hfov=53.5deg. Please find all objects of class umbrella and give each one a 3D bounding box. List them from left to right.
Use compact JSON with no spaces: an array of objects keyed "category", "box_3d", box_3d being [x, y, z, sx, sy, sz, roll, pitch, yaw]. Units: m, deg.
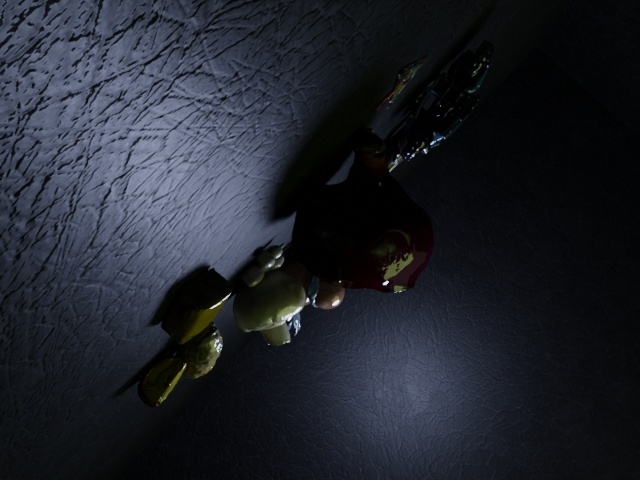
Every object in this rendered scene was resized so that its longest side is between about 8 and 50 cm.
[{"category":"umbrella","box_3d":[0.230,-0.279,2.108,0.326,0.090,0.094,-46,152,5]}]

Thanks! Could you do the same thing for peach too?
[{"category":"peach","box_3d":[-0.465,0.399,1.842,0.172,0.092,0.127,-59,176,11]}]

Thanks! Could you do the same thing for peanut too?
[{"category":"peanut","box_3d":[-0.364,0.330,1.911,0.130,0.130,0.290,-42,174,-32]}]

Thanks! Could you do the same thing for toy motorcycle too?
[{"category":"toy motorcycle","box_3d":[0.370,-0.417,1.929,0.416,0.172,0.232,-56,179,8]}]

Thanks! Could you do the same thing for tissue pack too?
[{"category":"tissue pack","box_3d":[-0.288,0.157,1.488,0.120,0.082,0.169,-38,170,-46]}]

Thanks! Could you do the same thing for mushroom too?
[{"category":"mushroom","box_3d":[-0.151,0.219,1.990,0.253,0.235,0.260,-16,-170,42]}]

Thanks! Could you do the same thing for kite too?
[{"category":"kite","box_3d":[0.204,-0.390,1.586,0.189,0.009,0.232,-46,174,-3]}]

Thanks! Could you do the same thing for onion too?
[{"category":"onion","box_3d":[0.129,-0.085,1.698,0.398,0.397,0.421,-30,134,-68]}]

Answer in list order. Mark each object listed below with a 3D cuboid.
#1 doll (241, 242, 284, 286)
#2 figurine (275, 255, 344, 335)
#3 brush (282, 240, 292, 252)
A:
[{"category":"doll","box_3d":[-0.161,0.069,1.884,0.161,0.059,0.160,-51,171,36]},{"category":"figurine","box_3d":[-0.090,0.199,2.388,0.248,0.277,0.388,8,138,-25]},{"category":"brush","box_3d":[-0.111,0.020,2.133,0.083,0.008,0.024,-44,172,-24]}]
